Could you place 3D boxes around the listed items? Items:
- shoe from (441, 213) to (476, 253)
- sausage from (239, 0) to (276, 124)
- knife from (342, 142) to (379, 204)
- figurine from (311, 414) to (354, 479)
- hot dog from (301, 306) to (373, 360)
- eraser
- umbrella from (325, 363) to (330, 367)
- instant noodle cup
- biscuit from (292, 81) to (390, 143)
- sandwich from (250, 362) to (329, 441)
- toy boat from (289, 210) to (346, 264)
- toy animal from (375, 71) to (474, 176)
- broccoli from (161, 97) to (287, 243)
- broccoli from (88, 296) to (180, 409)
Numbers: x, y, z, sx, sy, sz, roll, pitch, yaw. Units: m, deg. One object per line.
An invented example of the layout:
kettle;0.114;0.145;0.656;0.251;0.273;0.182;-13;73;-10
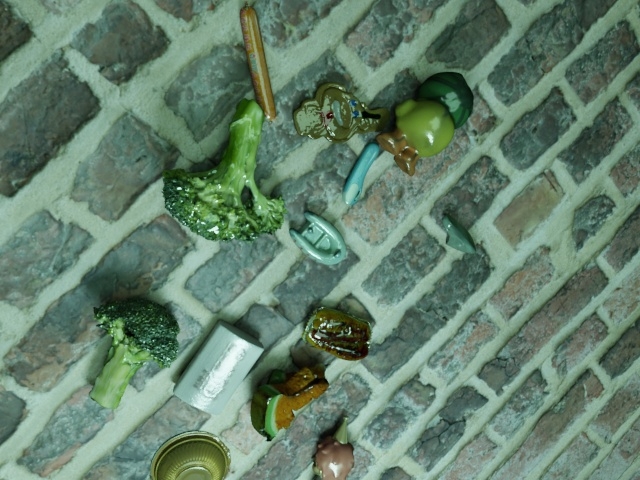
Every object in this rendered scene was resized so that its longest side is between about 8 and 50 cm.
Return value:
shoe;0.481;-0.014;1.831;0.078;0.079;0.195;-29;124;28
sausage;-0.183;-0.512;1.494;0.053;0.053;0.347;-15;107;-14
knife;0.132;-0.219;1.681;0.064;0.031;0.222;26;91;-18
figurine;0.033;0.820;1.847;0.207;0.166;0.386;-3;104;-52
hot dog;0.064;0.324;1.766;0.270;0.082;0.162;22;94;-20
eraser;-0.328;0.412;1.655;0.174;0.095;0.270;34;90;-20
umbrella;-0.015;0.468;1.811;0.122;0.013;0.022;-21;89;-10
instant noodle cup;-0.432;0.786;1.715;0.274;0.091;0.274;-5;105;-17
biscuit;0.071;-0.396;1.612;0.320;0.047;0.183;6;104;-21
sandwich;-0.110;0.501;1.718;0.301;0.162;0.250;-26;140;-24
toy boat;0.000;0.000;1.668;0.208;0.079;0.134;43;85;-20
toy animal;0.355;-0.382;1.624;0.338;0.191;0.216;-48;116;-3
broccoli;-0.286;-0.189;1.443;0.353;0.275;0.397;-34;133;-53
broccoli;-0.554;0.355;1.522;0.252;0.221;0.361;7;112;-12
